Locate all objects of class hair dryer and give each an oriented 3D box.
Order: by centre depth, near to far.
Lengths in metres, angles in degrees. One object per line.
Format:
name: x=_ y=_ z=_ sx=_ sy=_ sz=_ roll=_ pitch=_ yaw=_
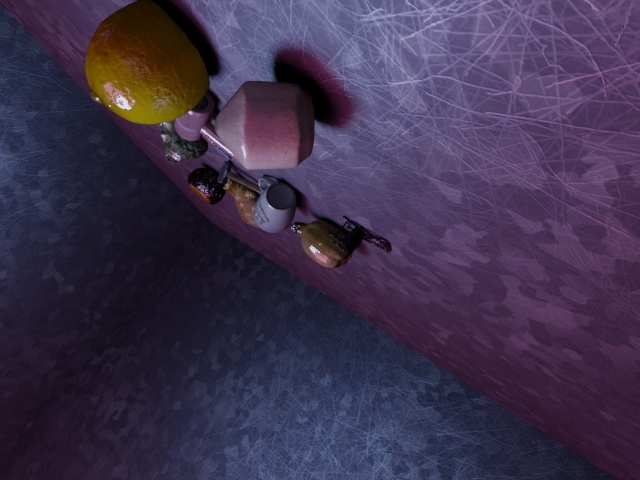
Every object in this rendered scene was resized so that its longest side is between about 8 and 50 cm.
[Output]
hair dryer: x=-0.399 y=-0.419 z=1.739 sx=0.353 sy=0.125 sz=0.210 roll=37 pitch=153 yaw=-11

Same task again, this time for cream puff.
cream puff: x=-0.667 y=-0.330 z=2.649 sx=0.239 sy=0.164 sz=0.239 roll=36 pitch=166 yaw=11

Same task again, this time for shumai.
shumai: x=-0.635 y=-0.499 z=2.059 sx=0.255 sy=0.189 sz=0.218 roll=-99 pitch=0 yaw=-51

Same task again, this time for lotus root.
lotus root: x=0.000 y=0.000 z=2.001 sx=0.310 sy=0.182 sz=0.182 roll=35 pitch=166 yaw=15

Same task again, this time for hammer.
hammer: x=-0.346 y=-0.271 z=2.212 sx=0.366 sy=0.111 sz=0.043 roll=28 pitch=-169 yaw=14

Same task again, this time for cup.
cup: x=-0.213 y=-0.189 z=2.015 sx=0.257 sy=0.187 sz=0.234 roll=64 pitch=161 yaw=11

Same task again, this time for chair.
chair: x=0.158 y=0.009 z=1.796 sx=0.229 sy=0.113 sz=0.106 roll=35 pitch=168 yaw=27

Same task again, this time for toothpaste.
toothpaste: x=-0.475 y=-0.451 z=2.040 sx=0.193 sy=0.044 sz=0.070 roll=44 pitch=164 yaw=-22

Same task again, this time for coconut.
coconut: x=-0.150 y=-0.308 z=1.197 sx=0.266 sy=0.237 sz=0.237 roll=-6 pitch=166 yaw=-6

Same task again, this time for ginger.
ginger: x=-0.387 y=-0.185 z=2.424 sx=0.236 sy=0.166 sz=0.375 roll=41 pitch=177 yaw=19

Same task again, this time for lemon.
lemon: x=-0.552 y=-0.525 z=1.391 sx=0.364 sy=0.364 sz=0.364 roll=36 pitch=166 yaw=10

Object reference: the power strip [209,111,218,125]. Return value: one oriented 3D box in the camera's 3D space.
power strip: x=-0.391 y=-0.460 z=1.818 sx=0.192 sy=0.035 sz=0.081 roll=35 pitch=164 yaw=11
